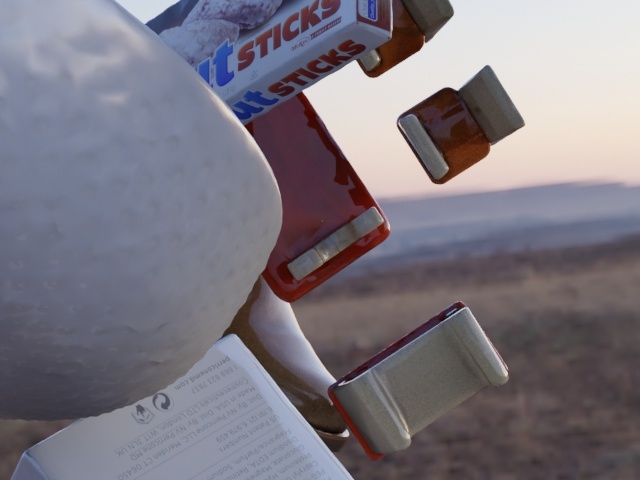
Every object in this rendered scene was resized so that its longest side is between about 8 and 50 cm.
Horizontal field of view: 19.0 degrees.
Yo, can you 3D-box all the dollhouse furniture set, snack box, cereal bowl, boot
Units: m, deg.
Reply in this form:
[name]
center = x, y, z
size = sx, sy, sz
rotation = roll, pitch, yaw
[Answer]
[dollhouse furniture set]
center = 0.000, 0.000, 1.151
size = 0.262, 0.259, 0.135
rotation = -33, 0, -6
[snack box]
center = -0.038, -0.077, 0.780
size = 0.022, 0.064, 0.178
rotation = 20, -32, -37
[cereal bowl]
center = -0.193, -0.024, 0.752
size = 0.339, 0.141, 0.339
rotation = 25, -18, 9
[boot]
center = -0.066, 0.010, 1.252
size = 0.115, 0.305, 0.112
rotation = -49, -30, 12

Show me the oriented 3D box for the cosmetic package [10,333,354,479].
[cosmetic package]
center = -0.054, 0.211, 0.914
size = 0.138, 0.225, 0.224
rotation = -29, -20, -40
